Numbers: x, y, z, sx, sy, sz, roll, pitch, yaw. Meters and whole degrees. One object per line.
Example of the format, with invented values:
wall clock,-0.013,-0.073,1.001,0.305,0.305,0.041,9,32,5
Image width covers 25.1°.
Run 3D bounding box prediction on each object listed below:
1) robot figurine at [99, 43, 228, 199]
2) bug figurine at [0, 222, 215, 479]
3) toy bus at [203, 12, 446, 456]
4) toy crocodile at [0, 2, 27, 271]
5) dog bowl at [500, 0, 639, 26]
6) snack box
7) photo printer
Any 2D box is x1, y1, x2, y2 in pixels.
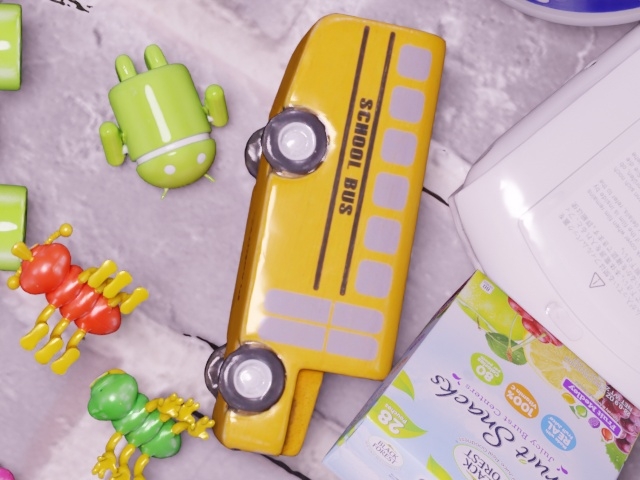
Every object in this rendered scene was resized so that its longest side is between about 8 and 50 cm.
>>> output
robot figurine,-0.122,-0.092,1.112,0.101,0.067,0.115,-21,90,-11
bug figurine,-0.220,0.131,1.052,0.279,0.072,0.216,-40,116,2
toy bus,0.000,0.000,1.105,0.130,0.108,0.332,11,85,-10
toy crocodile,-0.278,-0.076,1.080,0.115,0.105,0.340,0,91,-9
dog bowl,0.215,-0.307,1.111,0.265,0.104,0.265,-2,75,9
snack box,0.124,0.142,1.031,0.174,0.070,0.207,41,41,2
photo printer,0.274,-0.026,1.145,0.307,0.107,0.256,-40,92,-8
